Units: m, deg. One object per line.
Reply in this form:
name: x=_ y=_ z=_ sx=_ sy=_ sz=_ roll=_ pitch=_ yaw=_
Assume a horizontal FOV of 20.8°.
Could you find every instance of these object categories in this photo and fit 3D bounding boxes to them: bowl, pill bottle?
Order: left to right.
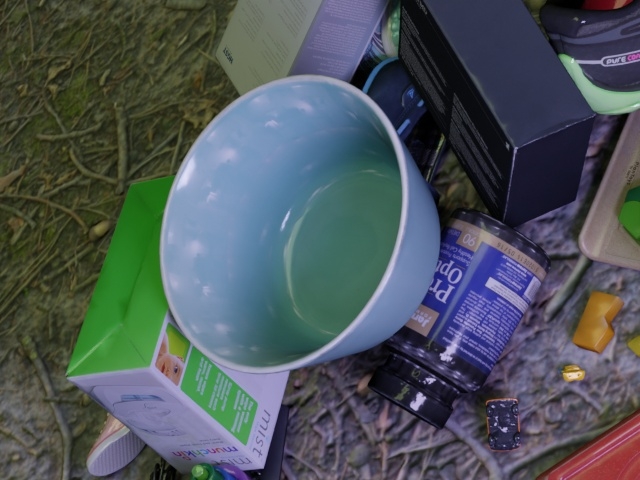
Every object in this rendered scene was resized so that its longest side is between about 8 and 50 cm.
bowl: x=0.000 y=0.000 z=1.815 sx=0.311 sy=0.163 sz=0.312 roll=-11 pitch=69 yaw=32
pill bottle: x=0.144 y=0.085 z=1.865 sx=0.122 sy=0.123 sz=0.219 roll=25 pitch=82 yaw=41

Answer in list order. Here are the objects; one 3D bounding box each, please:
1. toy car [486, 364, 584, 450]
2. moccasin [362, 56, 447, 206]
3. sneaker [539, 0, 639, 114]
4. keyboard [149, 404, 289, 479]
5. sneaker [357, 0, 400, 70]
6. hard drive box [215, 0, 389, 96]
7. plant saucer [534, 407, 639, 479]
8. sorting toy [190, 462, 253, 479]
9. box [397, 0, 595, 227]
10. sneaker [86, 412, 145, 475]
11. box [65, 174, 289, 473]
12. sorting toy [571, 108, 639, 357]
toy car: x=0.226 y=0.175 z=1.830 sx=0.122 sy=0.060 sz=0.040 roll=-22 pitch=9 yaw=5
moccasin: x=0.077 y=-0.064 z=1.984 sx=0.116 sy=0.137 sz=0.342 roll=4 pitch=70 yaw=32
sneaker: x=0.379 y=-0.369 z=1.876 sx=0.185 sy=0.202 sz=0.483 roll=11 pitch=69 yaw=38
keyboard: x=-0.137 y=0.330 z=1.976 sx=0.201 sy=0.033 sz=0.317 roll=-15 pitch=52 yaw=34
sneaker: x=0.073 y=-0.337 z=2.149 sx=0.122 sy=0.110 sz=0.283 roll=-15 pitch=58 yaw=33
hard drive box: x=-0.023 y=-0.268 z=2.121 sx=0.232 sy=0.089 sz=0.181 roll=-62 pitch=38 yaw=28
plant saucer: x=0.348 y=0.261 z=1.678 sx=0.258 sy=0.047 sz=0.259 roll=-36 pitch=50 yaw=15
sorting toy: x=-0.020 y=0.343 z=1.810 sx=0.127 sy=0.126 sz=0.365 roll=-47 pitch=57 yaw=-6
box: x=0.184 y=-0.170 z=1.886 sx=0.103 sy=0.184 sz=0.261 roll=-24 pitch=65 yaw=-8
sneaker: x=-0.241 y=0.221 z=2.117 sx=0.134 sy=0.051 sz=0.070 roll=-47 pitch=47 yaw=1
box: x=-0.141 y=0.096 z=1.961 sx=0.126 sy=0.231 sz=0.262 roll=-9 pitch=51 yaw=33
sorting toy: x=0.378 y=-0.018 z=1.806 sx=0.229 sy=0.041 sz=0.307 roll=15 pitch=76 yaw=39
